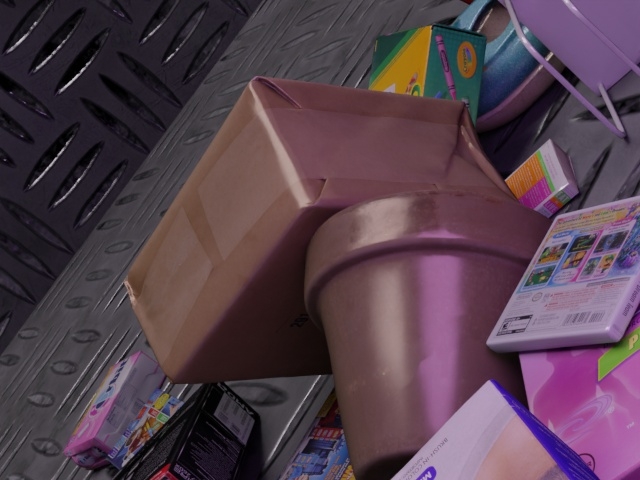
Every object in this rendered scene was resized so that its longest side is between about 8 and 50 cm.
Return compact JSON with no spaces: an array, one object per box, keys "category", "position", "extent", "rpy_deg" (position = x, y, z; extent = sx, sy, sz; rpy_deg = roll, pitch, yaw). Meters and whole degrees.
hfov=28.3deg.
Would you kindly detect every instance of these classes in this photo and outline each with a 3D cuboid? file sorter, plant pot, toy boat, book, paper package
[{"category":"file sorter","position":[0.360,-0.276,1.381],"extent":[0.278,0.193,0.173],"rpy_deg":[-42,24,23]},{"category":"plant pot","position":[0.109,0.114,1.167],"extent":[0.263,0.263,0.229],"rpy_deg":[-32,43,42]},{"category":"toy boat","position":[0.207,-0.296,1.713],"extent":[0.267,0.148,0.318],"rpy_deg":[-47,38,25]},{"category":"book","position":[0.229,-0.039,1.467],"extent":[0.144,0.035,0.096],"rpy_deg":[-42,24,24]},{"category":"paper package","position":[0.000,0.000,1.383],"extent":[0.325,0.309,0.168],"rpy_deg":[-53,50,38]}]

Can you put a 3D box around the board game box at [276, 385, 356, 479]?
[{"category":"board game box","position":[0.039,0.238,1.327],"extent":[0.194,0.060,0.194],"rpy_deg":[-57,21,-20]}]

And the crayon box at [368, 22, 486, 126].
[{"category":"crayon box","position":[0.120,-0.122,1.601],"extent":[0.165,0.081,0.278],"rpy_deg":[-172,90,-68]}]

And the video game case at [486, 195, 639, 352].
[{"category":"video game case","position":[0.215,0.027,1.031],"extent":[0.143,0.019,0.157],"rpy_deg":[-57,18,-23]}]

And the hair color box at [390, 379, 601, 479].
[{"category":"hair color box","position":[0.129,0.247,0.737],"extent":[0.185,0.110,0.339],"rpy_deg":[-46,29,5]}]

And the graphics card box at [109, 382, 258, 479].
[{"category":"graphics card box","position":[-0.199,0.317,1.536],"extent":[0.233,0.094,0.371],"rpy_deg":[-47,6,10]}]

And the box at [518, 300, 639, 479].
[{"category":"box","position":[0.275,0.107,0.957],"extent":[0.213,0.117,0.243],"rpy_deg":[-42,20,23]}]

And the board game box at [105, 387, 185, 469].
[{"category":"board game box","position":[-0.245,0.296,1.888],"extent":[0.136,0.035,0.201],"rpy_deg":[-54,19,-12]}]

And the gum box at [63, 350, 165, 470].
[{"category":"gum box","position":[-0.335,0.282,2.073],"extent":[0.107,0.062,0.188],"rpy_deg":[-29,28,47]}]
